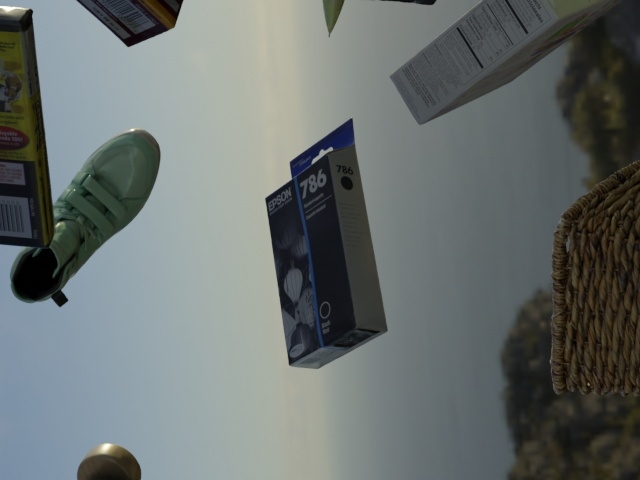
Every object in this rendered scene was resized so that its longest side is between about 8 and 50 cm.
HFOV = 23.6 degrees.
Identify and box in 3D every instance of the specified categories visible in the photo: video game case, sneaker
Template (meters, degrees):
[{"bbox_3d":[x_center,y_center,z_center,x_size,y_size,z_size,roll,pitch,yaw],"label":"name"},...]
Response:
[{"bbox_3d":[-0.396,-0.112,1.453,0.035,0.274,0.248,-77,-10,-54],"label":"video game case"},{"bbox_3d":[-0.287,-0.022,1.886,0.256,0.094,0.151,-50,11,7],"label":"sneaker"}]

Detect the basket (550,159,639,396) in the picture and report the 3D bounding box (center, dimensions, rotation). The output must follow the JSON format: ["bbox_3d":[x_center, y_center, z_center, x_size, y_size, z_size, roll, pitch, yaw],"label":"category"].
[{"bbox_3d":[0.427,0.044,2.051,0.213,0.223,0.299,-70,-22,-52],"label":"basket"}]

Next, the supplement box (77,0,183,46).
[{"bbox_3d":[-0.207,-0.334,1.775,0.104,0.080,0.188,42,-133,-37],"label":"supplement box"}]

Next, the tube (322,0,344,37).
[{"bbox_3d":[0.020,-0.345,1.782,0.062,0.070,0.240,44,158,21],"label":"tube"}]

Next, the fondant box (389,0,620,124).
[{"bbox_3d":[0.290,-0.313,2.262,0.330,0.238,0.096,-34,85,49],"label":"fondant box"}]

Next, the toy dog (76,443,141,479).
[{"bbox_3d":[-0.214,0.420,1.976,0.220,0.333,0.161,-26,-29,-54],"label":"toy dog"}]

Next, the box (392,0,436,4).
[{"bbox_3d":[0.031,-0.490,2.051,0.183,0.294,0.296,-47,51,53],"label":"box"}]

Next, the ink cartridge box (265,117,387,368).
[{"bbox_3d":[0.000,0.000,2.174,0.165,0.065,0.333,-34,56,46],"label":"ink cartridge box"}]
